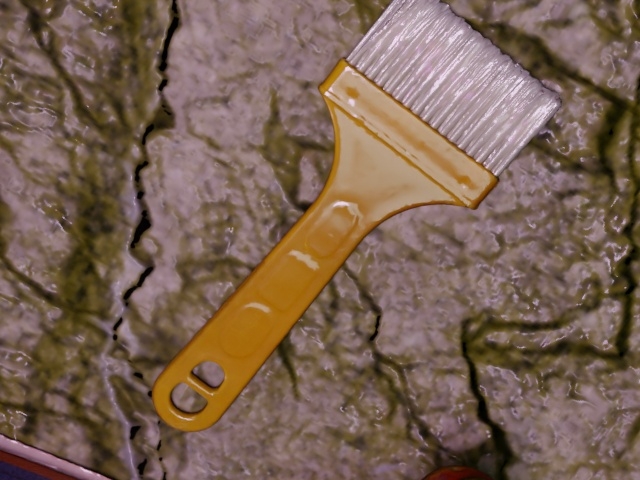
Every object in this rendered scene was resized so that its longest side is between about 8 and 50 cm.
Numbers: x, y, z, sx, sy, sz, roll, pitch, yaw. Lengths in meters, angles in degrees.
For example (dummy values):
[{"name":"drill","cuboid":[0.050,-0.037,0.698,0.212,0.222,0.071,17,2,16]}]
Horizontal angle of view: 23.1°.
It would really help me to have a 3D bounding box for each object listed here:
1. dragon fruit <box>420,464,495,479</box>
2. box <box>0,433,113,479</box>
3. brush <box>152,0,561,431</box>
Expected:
[{"name":"dragon fruit","cuboid":[0.059,0.281,0.809,0.227,0.243,0.307,3,70,25]},{"name":"box","cuboid":[-0.285,0.274,0.791,0.318,0.257,0.349,20,107,-5]},{"name":"brush","cuboid":[0.000,0.000,0.812,0.103,0.013,0.272,38,107,-9]}]
